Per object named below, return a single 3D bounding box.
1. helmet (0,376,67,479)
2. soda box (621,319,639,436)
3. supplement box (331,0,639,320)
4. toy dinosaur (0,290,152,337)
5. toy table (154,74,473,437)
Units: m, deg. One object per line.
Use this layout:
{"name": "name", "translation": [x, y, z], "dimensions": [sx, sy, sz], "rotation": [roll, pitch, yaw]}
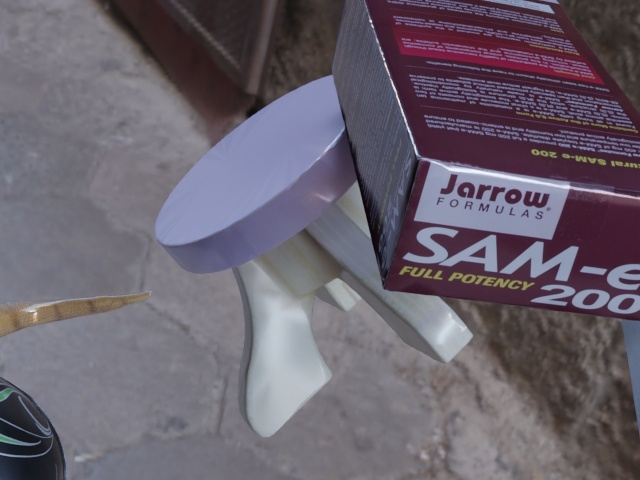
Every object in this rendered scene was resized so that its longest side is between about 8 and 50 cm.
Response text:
{"name": "helmet", "translation": [-0.263, 0.157, 0.744], "dimensions": [0.169, 0.169, 0.161], "rotation": [29, 6, 21]}
{"name": "soda box", "translation": [0.253, 0.060, 0.709], "dimensions": [0.091, 0.098, 0.286], "rotation": [28, 50, -37]}
{"name": "supplement box", "translation": [0.084, -0.061, 0.589], "dimensions": [0.130, 0.073, 0.239], "rotation": [7, 31, -10]}
{"name": "toy dinosaur", "translation": [-0.186, 0.057, 0.471], "dimensions": [0.112, 0.064, 0.211], "rotation": [41, 48, 6]}
{"name": "toy table", "translation": [0.000, 0.000, 0.802], "dimensions": [0.161, 0.252, 0.274], "rotation": [49, 3, -17]}
